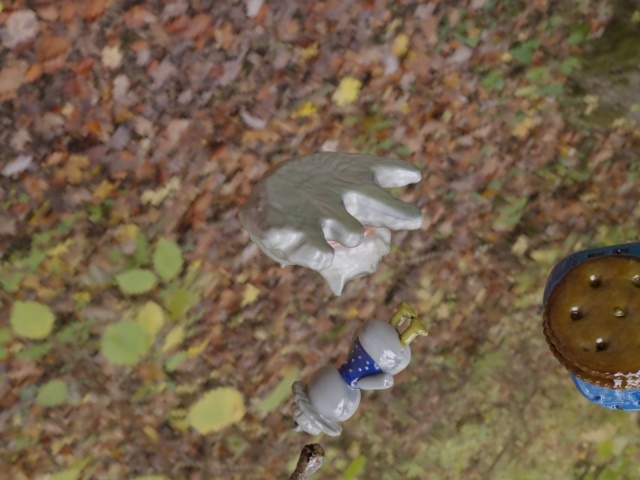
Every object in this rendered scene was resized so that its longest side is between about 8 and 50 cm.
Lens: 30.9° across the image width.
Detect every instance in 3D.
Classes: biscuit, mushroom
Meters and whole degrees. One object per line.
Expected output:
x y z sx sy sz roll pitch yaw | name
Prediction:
0.432 0.114 1.681 0.220 0.220 0.066 -48 151 -20 | biscuit
-0.056 0.439 1.941 0.227 0.148 0.217 -52 -178 47 | mushroom

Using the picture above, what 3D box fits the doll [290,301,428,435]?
0.056 0.224 1.936 0.293 0.138 0.119 -44 135 13 | doll

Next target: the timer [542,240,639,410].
0.558 0.156 1.999 0.340 0.309 0.115 63 32 -30 | timer

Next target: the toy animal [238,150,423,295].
0.000 0.000 1.632 0.307 0.266 0.188 -93 -153 -53 | toy animal
